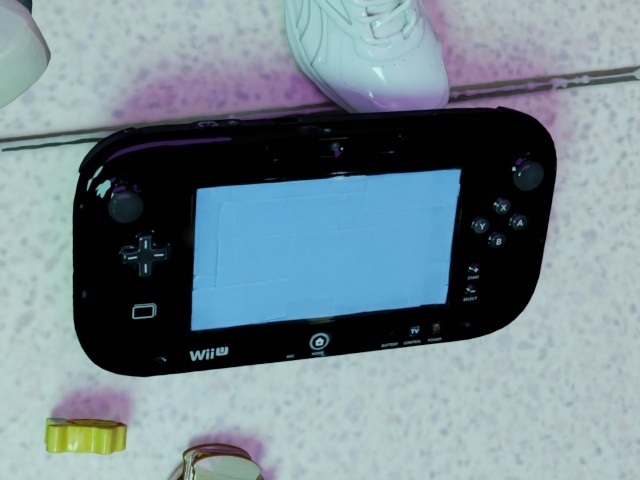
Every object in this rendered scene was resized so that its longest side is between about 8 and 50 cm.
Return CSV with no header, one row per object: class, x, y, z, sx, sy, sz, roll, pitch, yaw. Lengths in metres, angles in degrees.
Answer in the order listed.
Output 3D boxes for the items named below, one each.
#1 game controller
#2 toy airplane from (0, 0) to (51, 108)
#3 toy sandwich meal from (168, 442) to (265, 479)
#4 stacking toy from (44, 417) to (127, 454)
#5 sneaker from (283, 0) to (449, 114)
game controller,0.000,0.000,0.932,0.319,0.067,0.166,-5,110,-18
toy airplane,-0.316,-0.162,0.662,0.386,0.384,0.272,-3,125,-8
toy sandwich meal,-0.066,0.174,0.948,0.086,0.029,0.085,-1,92,-19
stacking toy,-0.233,0.186,0.882,0.221,0.052,0.167,5,90,-16
sneaker,0.019,-0.171,0.922,0.090,0.115,0.232,-33,102,-15
